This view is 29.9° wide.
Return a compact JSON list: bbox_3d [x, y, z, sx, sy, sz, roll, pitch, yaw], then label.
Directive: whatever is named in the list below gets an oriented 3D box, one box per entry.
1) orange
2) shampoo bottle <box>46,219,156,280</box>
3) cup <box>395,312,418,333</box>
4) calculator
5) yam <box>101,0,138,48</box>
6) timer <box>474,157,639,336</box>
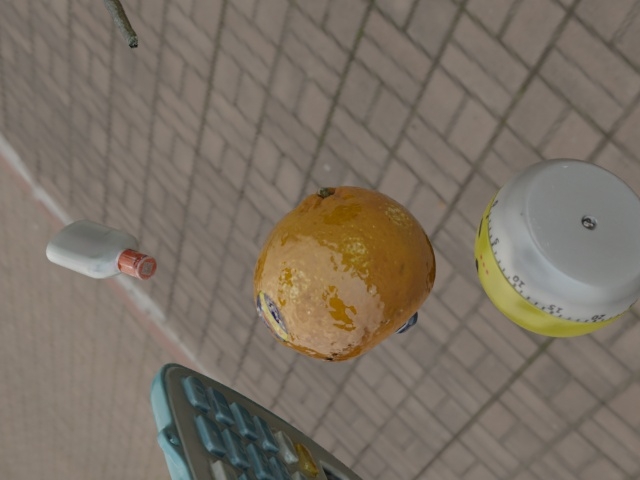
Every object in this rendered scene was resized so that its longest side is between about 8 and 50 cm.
[{"bbox_3d":[0.025,0.037,1.383,0.193,0.219,0.219,66,156,11],"label":"orange"},{"bbox_3d":[-0.358,0.021,1.998,0.220,0.108,0.051,16,133,40],"label":"shampoo bottle"},{"bbox_3d":[0.150,0.107,2.380,0.150,0.113,0.138,41,137,17],"label":"cup"},{"bbox_3d":[-0.018,0.245,1.034,0.386,0.054,0.256,45,-167,-43],"label":"calculator"},{"bbox_3d":[-0.354,-0.396,2.153,0.129,0.033,0.027,57,150,27],"label":"yam"},{"bbox_3d":[0.349,0.034,1.823,0.285,0.285,0.285,37,151,24],"label":"timer"}]
